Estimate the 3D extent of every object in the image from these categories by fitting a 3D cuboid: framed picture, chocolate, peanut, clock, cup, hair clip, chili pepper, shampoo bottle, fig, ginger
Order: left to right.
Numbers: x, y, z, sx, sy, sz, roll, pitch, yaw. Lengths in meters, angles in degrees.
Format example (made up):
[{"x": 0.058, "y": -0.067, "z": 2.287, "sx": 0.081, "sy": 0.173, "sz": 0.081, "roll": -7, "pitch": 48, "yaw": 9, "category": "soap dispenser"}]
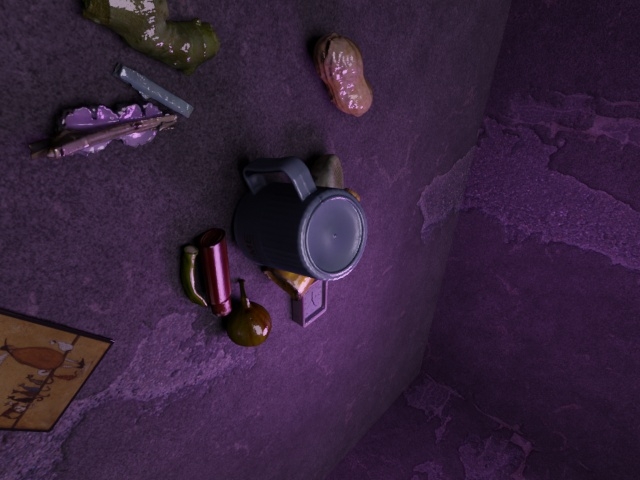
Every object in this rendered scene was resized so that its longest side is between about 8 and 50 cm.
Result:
[{"x": -0.651, "y": 0.284, "z": 0.858, "sx": 0.256, "sy": 0.014, "sz": 0.339, "roll": -57, "pitch": 145, "yaw": -11, "category": "framed picture"}, {"x": -0.415, "y": -0.221, "z": 0.799, "sx": 0.292, "sy": 0.084, "sz": 0.107, "roll": -34, "pitch": 141, "yaw": -44, "category": "hair clip"}, {"x": -0.319, "y": -0.426, "z": 0.787, "sx": 0.289, "sy": 0.089, "sz": 0.137, "roll": 22, "pitch": 85, "yaw": -55, "category": "ginger"}, {"x": -0.353, "y": 0.106, "z": 1.110, "sx": 0.050, "sy": 0.051, "sz": 0.202, "roll": -28, "pitch": 132, "yaw": -41, "category": "chili pepper"}, {"x": -0.297, "y": 0.101, "z": 1.160, "sx": 0.102, "sy": 0.064, "sz": 0.261, "roll": -72, "pitch": 167, "yaw": -58, "category": "shampoo bottle"}, {"x": -0.224, "y": 0.249, "z": 1.294, "sx": 0.148, "sy": 0.142, "sz": 0.187, "roll": -67, "pitch": 172, "yaw": -48, "category": "fig"}, {"x": -0.055, "y": -0.066, "z": 1.130, "sx": 0.256, "sy": 0.311, "sz": 0.332, "roll": -10, "pitch": 104, "yaw": -40, "category": "cup"}, {"x": -0.042, "y": 0.228, "z": 1.598, "sx": 0.150, "sy": 0.063, "sz": 0.198, "roll": -31, "pitch": 134, "yaw": -40, "category": "clock"}, {"x": 0.000, "y": 0.000, "z": 1.424, "sx": 0.446, "sy": 0.162, "sz": 0.162, "roll": -51, "pitch": 144, "yaw": -21, "category": "chocolate"}, {"x": 0.079, "y": -0.497, "z": 1.236, "sx": 0.149, "sy": 0.149, "sz": 0.313, "roll": -57, "pitch": 145, "yaw": -11, "category": "peanut"}]

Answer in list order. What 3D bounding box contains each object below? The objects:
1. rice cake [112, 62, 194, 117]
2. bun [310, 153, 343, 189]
[{"x": -0.352, "y": -0.313, "z": 0.863, "sx": 0.180, "sy": 0.030, "sz": 0.042, "roll": 21, "pitch": 100, "yaw": -55, "category": "rice cake"}, {"x": 0.011, "y": -0.178, "z": 1.339, "sx": 0.221, "sy": 0.108, "sz": 0.222, "roll": 1, "pitch": 90, "yaw": -76, "category": "bun"}]
